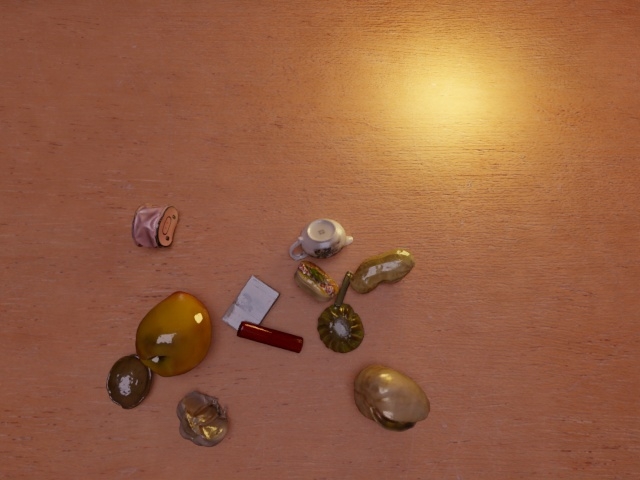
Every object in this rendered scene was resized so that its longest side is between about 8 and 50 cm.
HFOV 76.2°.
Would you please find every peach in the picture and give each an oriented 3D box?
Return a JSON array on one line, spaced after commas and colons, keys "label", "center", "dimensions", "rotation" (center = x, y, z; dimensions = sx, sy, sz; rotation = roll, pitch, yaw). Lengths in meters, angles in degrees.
[{"label": "peach", "center": [-0.571, 0.372, 1.637], "dimensions": [0.289, 0.289, 0.308], "rotation": [19, 39, 1]}]

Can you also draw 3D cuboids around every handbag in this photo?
[{"label": "handbag", "center": [-0.713, -0.063, 1.766], "dimensions": [0.116, 0.179, 0.205], "rotation": [9, 76, 6]}]

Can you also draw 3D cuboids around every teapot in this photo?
[{"label": "teapot", "center": [0.000, 0.000, 1.816], "dimensions": [0.298, 0.139, 0.204], "rotation": [-14, 52, -4]}]

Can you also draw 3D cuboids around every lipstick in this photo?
[{"label": "lipstick", "center": [-0.206, 0.405, 1.707], "dimensions": [0.280, 0.073, 0.073], "rotation": [20, 77, -17]}]

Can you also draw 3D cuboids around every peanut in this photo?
[{"label": "peanut", "center": [0.271, 0.134, 1.801], "dimensions": [0.305, 0.147, 0.147], "rotation": [-18, 79, -6]}]

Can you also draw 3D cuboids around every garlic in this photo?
[{"label": "garlic", "center": [-0.478, 0.730, 1.629], "dimensions": [0.229, 0.178, 0.143], "rotation": [37, 109, 23]}]

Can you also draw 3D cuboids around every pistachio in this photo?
[{"label": "pistachio", "center": [0.281, 0.635, 1.650], "dimensions": [0.321, 0.229, 0.238], "rotation": [28, 44, -6]}]

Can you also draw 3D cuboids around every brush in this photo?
[{"label": "brush", "center": [0.103, 0.216, 1.802], "dimensions": [0.034, 0.027, 0.190], "rotation": [21, 52, 5]}]

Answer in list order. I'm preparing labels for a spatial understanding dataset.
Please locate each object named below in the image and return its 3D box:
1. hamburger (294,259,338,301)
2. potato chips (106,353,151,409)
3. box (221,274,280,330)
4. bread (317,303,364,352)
[{"label": "hamburger", "center": [-0.015, 0.173, 1.759], "dimensions": [0.210, 0.173, 0.116], "rotation": [37, 103, 6]}, {"label": "potato chips", "center": [-0.774, 0.577, 1.677], "dimensions": [0.195, 0.062, 0.208], "rotation": [-18, 80, -2]}, {"label": "box", "center": [-0.299, 0.286, 1.767], "dimensions": [0.149, 0.067, 0.233], "rotation": [34, 79, 1]}, {"label": "bread", "center": [0.086, 0.377, 1.753], "dimensions": [0.213, 0.105, 0.213], "rotation": [0, 80, -1]}]
